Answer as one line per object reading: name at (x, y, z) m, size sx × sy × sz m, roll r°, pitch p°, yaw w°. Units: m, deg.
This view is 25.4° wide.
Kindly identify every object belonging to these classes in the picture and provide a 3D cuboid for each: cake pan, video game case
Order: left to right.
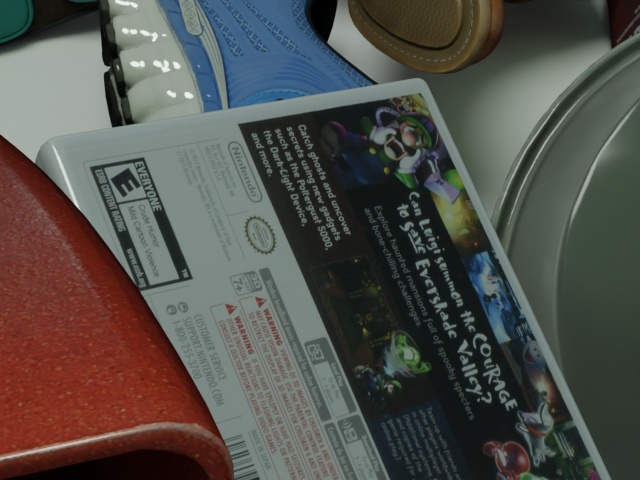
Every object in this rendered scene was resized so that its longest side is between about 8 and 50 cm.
video game case at (0.006, 0.036, 0.522) m, size 0.173 × 0.022 × 0.190 m, roll -13°, pitch 72°, yaw -34°
cake pan at (0.215, 0.032, 0.601) m, size 0.293 × 0.054 × 0.293 m, roll 1°, pitch 84°, yaw -5°

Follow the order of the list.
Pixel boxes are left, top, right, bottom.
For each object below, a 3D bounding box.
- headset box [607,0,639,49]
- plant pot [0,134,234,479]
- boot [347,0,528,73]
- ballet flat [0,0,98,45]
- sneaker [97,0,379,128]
headset box at (0.258, -0.189, 0.725) m, size 0.218 × 0.110 × 0.293 m, roll -2°, pitch 77°, yaw -7°
plant pot at (-0.178, 0.102, 0.459) m, size 0.267 × 0.267 × 0.235 m, roll -10°, pitch 38°, yaw -12°
boot at (0.083, -0.134, 0.678) m, size 0.152 × 0.073 × 0.197 m, roll 9°, pitch 35°, yaw -29°
ballet flat at (-0.144, -0.141, 0.710) m, size 0.203 × 0.074 × 0.074 m, roll -13°, pitch 64°, yaw -7°
sneaker at (0.000, 0.000, 0.610) m, size 0.147 × 0.129 × 0.330 m, roll -11°, pitch 63°, yaw -10°
